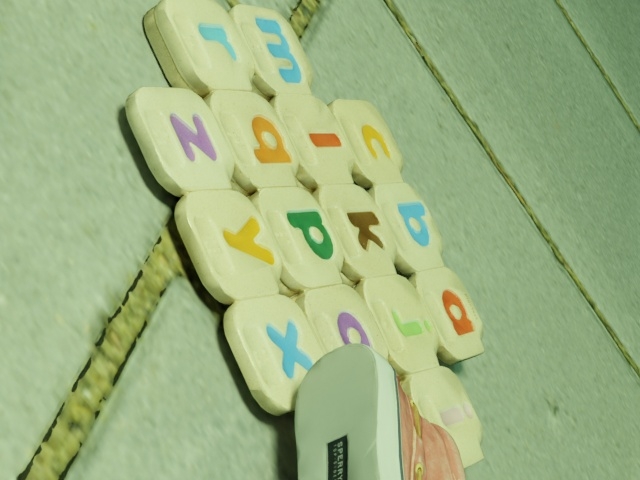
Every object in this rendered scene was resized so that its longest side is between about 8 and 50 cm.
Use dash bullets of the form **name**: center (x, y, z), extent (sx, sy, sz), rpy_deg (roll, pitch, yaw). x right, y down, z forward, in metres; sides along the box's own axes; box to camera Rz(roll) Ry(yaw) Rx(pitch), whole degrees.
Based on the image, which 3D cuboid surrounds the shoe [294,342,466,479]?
- **shoe**: center (0.027, 0.134, 0.709), extent (0.081, 0.063, 0.178), rpy_deg (45, 33, -35)

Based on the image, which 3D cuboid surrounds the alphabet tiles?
- **alphabet tiles**: center (0.000, 0.000, 0.872), extent (0.278, 0.021, 0.284), rpy_deg (-8, 71, -63)
